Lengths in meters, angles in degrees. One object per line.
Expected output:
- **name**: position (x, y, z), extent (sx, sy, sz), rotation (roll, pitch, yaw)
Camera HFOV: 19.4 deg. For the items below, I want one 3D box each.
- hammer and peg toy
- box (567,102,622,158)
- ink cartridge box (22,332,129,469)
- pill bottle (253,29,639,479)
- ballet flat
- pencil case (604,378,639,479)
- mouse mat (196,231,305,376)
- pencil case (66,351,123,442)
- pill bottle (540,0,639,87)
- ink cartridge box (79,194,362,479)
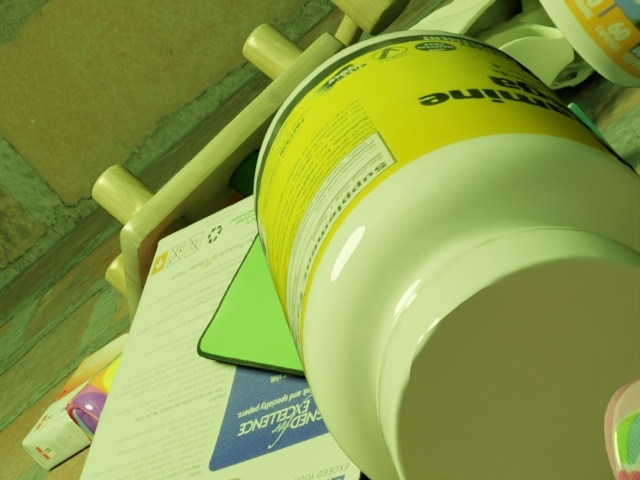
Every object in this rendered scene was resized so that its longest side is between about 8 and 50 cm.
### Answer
- **hammer and peg toy**: position (-0.037, -0.069, 1.639), extent (0.361, 0.127, 0.266), rotation (-45, -14, -20)
- **box**: position (0.098, -0.013, 1.319), extent (0.100, 0.060, 0.244), rotation (-49, 13, -32)
- **ink cartridge box**: position (-0.189, 0.130, 1.770), extent (0.179, 0.045, 0.145), rotation (-36, 13, 35)
- **pill bottle**: position (0.075, 0.020, 0.917), extent (0.188, 0.188, 0.334), rotation (-40, 20, 6)
- **ballet flat**: position (0.162, -0.156, 1.477), extent (0.139, 0.139, 0.400), rotation (-29, 6, 48)
- **pencil case**: position (0.220, 0.050, 0.569), extent (0.284, 0.124, 0.124), rotation (-33, 14, 40)
- **mouse mat**: position (0.000, 0.000, 1.198), extent (0.153, 0.007, 0.189), rotation (5, 63, 56)
- **pencil case**: position (-0.086, 0.088, 1.440), extent (0.236, 0.104, 0.104), rotation (-44, 12, -21)
- **pill bottle**: position (0.288, -0.239, 1.310), extent (0.272, 0.152, 0.152), rotation (-35, 13, 29)
- **ink cartridge box**: position (-0.035, 0.089, 1.225), extent (0.304, 0.072, 0.307), rotation (-23, 43, 42)
